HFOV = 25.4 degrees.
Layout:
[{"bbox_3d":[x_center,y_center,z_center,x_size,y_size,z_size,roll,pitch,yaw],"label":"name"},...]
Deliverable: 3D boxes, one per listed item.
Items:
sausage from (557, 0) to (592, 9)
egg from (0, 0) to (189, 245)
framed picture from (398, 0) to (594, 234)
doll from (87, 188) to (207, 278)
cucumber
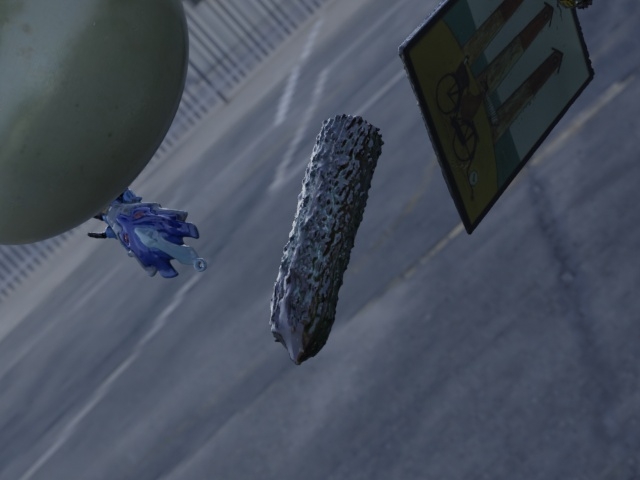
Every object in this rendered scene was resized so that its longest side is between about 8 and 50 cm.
[{"bbox_3d":[0.118,-0.213,0.889,0.028,0.198,0.025,-11,45,39],"label":"sausage"},{"bbox_3d":[-0.193,-0.114,0.997,0.188,0.189,0.253,-28,43,57],"label":"egg"},{"bbox_3d":[0.209,-0.199,1.610,0.013,0.244,0.324,7,43,40],"label":"framed picture"},{"bbox_3d":[-0.226,-0.014,1.818,0.096,0.195,0.070,-61,-12,6],"label":"doll"},{"bbox_3d":[0.000,0.000,1.836,0.096,0.096,0.359,-31,34,50],"label":"cucumber"}]
